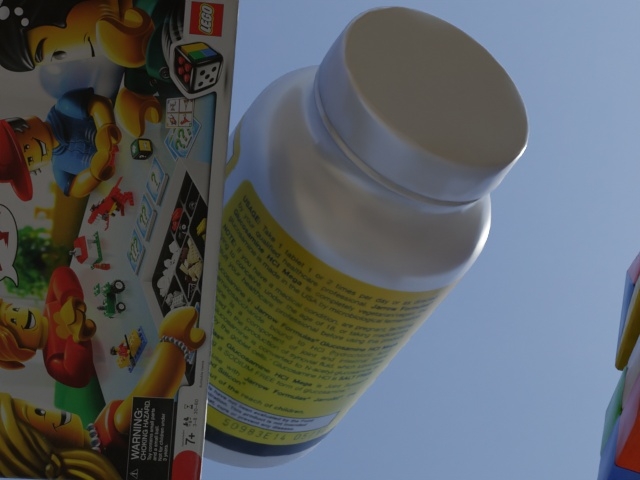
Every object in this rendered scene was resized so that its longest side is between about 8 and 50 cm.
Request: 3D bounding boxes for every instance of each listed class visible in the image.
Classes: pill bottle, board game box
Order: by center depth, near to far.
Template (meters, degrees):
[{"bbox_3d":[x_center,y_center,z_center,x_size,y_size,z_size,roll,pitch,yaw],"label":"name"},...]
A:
[{"bbox_3d":[-0.158,-0.006,1.135,0.193,0.053,0.305,4,-85,-9],"label":"board game box"},{"bbox_3d":[0.000,0.000,1.302,0.188,0.334,0.188,19,-136,-20],"label":"pill bottle"}]

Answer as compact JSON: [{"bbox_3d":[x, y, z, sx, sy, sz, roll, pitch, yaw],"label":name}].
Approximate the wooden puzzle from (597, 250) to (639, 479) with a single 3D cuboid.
[{"bbox_3d":[0.246,0.021,1.166,0.080,0.348,0.322,20,-140,0],"label":"wooden puzzle"}]
